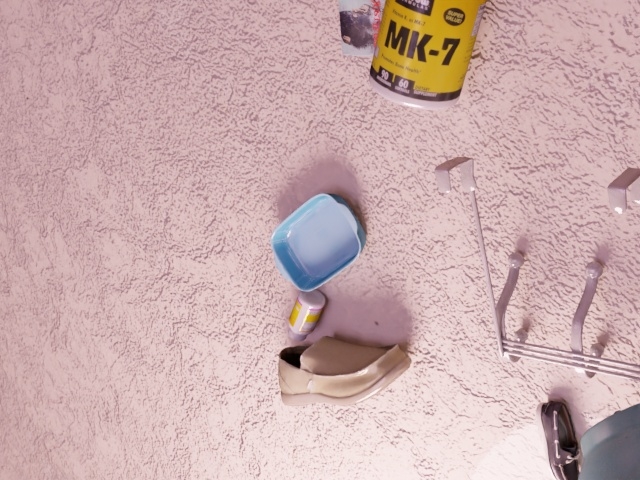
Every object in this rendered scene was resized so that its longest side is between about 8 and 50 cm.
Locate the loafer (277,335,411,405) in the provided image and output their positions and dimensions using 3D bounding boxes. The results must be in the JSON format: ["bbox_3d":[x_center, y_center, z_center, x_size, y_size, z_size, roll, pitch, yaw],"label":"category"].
[{"bbox_3d":[0.020,0.191,1.569,0.268,0.102,0.092,-19,101,44],"label":"loafer"}]

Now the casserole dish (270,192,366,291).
[{"bbox_3d":[0.000,0.000,1.551,0.188,0.037,0.114,-38,82,44],"label":"casserole dish"}]

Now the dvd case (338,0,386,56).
[{"bbox_3d":[0.075,-0.287,1.380,0.119,0.013,0.087,11,115,36],"label":"dvd case"}]

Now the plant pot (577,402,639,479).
[{"bbox_3d":[0.410,0.289,1.181,0.293,0.293,0.196,-45,51,42],"label":"plant pot"}]

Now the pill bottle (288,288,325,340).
[{"bbox_3d":[-0.024,0.117,1.616,0.043,0.043,0.083,39,129,22],"label":"pill bottle"}]

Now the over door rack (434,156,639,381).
[{"bbox_3d":[0.300,0.029,1.237,0.239,0.108,0.324,8,133,39],"label":"over door rack"}]

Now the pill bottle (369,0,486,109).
[{"bbox_3d":[0.135,-0.275,1.261,0.119,0.119,0.208,30,125,28],"label":"pill bottle"}]

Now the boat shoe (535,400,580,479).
[{"bbox_3d":[0.324,0.274,1.384,0.038,0.046,0.125,-15,90,48],"label":"boat shoe"}]
